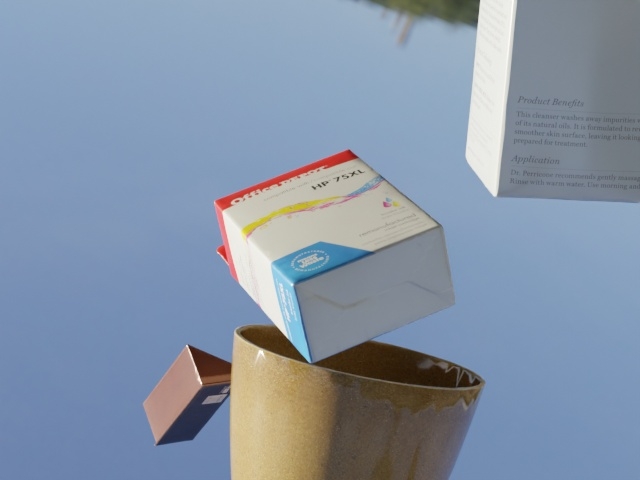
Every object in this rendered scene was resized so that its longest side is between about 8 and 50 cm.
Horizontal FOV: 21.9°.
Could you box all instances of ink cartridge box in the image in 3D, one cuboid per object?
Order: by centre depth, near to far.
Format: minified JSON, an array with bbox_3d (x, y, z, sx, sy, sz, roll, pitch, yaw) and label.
[{"bbox_3d":[0.000,0.000,1.380,0.134,0.078,0.231,-22,-151,-15],"label":"ink cartridge box"}]

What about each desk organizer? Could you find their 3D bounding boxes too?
[{"bbox_3d":[-0.135,0.157,1.705,0.047,0.130,0.050,-5,-121,-34],"label":"desk organizer"}]

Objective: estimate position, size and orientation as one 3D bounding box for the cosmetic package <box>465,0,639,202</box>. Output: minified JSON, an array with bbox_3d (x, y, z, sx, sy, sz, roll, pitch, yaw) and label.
[{"bbox_3d":[0.262,-0.234,1.506,0.217,0.385,0.156,4,-166,-7],"label":"cosmetic package"}]

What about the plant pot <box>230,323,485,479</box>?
[{"bbox_3d":[0.014,0.228,1.541,0.237,0.254,0.237,10,-175,-1],"label":"plant pot"}]
